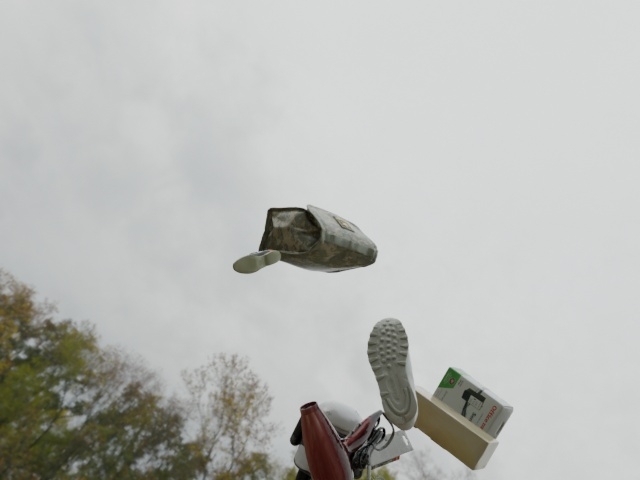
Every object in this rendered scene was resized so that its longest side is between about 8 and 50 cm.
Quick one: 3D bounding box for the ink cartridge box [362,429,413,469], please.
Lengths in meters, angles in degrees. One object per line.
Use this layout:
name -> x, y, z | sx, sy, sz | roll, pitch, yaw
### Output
ink cartridge box -> 0.169, 0.525, 1.359 | 0.115, 0.062, 0.029 | -16, -42, -11

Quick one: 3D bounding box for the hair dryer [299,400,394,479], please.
hair dryer -> 0.047, 0.414, 1.080 | 0.080, 0.223, 0.293 | -22, -51, 28

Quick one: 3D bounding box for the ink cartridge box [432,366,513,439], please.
ink cartridge box -> 0.457, 0.511, 1.656 | 0.087, 0.153, 0.208 | 24, 6, -46

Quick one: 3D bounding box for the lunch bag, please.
lunch bag -> 0.000, 0.000, 1.575 | 0.235, 0.168, 0.287 | 21, -13, -40

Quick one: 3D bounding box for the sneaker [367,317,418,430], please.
sneaker -> 0.155, 0.278, 1.138 | 0.090, 0.234, 0.094 | -12, -33, 14

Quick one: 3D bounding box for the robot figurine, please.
robot figurine -> 0.025, 0.633, 1.654 | 0.209, 0.278, 0.173 | 25, -11, -9

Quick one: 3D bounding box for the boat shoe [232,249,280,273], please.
boat shoe -> -0.167, 0.052, 1.378 | 0.043, 0.137, 0.049 | 11, -68, 51

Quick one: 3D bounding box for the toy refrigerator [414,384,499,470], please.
toy refrigerator -> 0.340, 0.514, 1.491 | 0.270, 0.094, 0.102 | 31, 2, 37
